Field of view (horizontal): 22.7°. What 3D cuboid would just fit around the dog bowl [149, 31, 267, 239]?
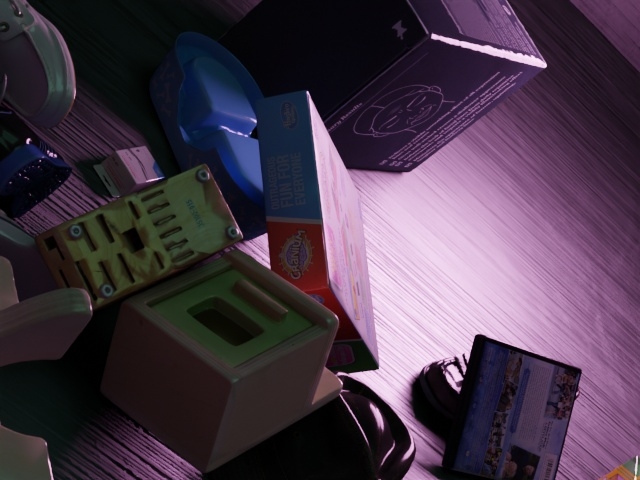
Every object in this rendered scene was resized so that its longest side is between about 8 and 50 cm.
[{"bbox_3d":[-0.125,-0.129,2.041,0.166,0.074,0.297,13,46,-53],"label":"dog bowl"}]

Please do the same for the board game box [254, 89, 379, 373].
[{"bbox_3d":[0.000,0.000,1.878,0.316,0.064,0.242,60,22,-65],"label":"board game box"}]

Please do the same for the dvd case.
[{"bbox_3d":[0.263,0.237,2.155,0.253,0.022,0.180,21,82,-48],"label":"dvd case"}]

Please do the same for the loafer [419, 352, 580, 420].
[{"bbox_3d":[0.254,0.203,2.223,0.302,0.095,0.109,18,43,-50],"label":"loafer"}]

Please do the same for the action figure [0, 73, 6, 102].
[{"bbox_3d":[-0.414,-0.194,1.622,0.185,0.099,0.285,20,44,-63],"label":"action figure"}]

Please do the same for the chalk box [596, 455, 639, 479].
[{"bbox_3d":[0.420,0.424,2.180,0.132,0.132,0.213,47,26,-11],"label":"chalk box"}]

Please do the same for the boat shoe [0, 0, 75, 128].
[{"bbox_3d":[-0.366,-0.235,1.760,0.096,0.098,0.277,9,40,-54],"label":"boat shoe"}]

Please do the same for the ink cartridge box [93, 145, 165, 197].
[{"bbox_3d":[-0.224,-0.081,1.868,0.048,0.028,0.083,56,26,7],"label":"ink cartridge box"}]

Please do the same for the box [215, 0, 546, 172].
[{"bbox_3d":[0.093,-0.269,2.325,0.395,0.293,0.212,0,56,-59],"label":"box"}]

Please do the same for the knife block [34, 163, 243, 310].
[{"bbox_3d":[-0.204,0.015,1.638,0.276,0.242,0.088,-27,89,-38],"label":"knife block"}]

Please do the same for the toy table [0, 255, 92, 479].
[{"bbox_3d":[-0.307,0.108,1.280,0.161,0.252,0.274,8,61,-35],"label":"toy table"}]

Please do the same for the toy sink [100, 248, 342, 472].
[{"bbox_3d":[-0.082,0.108,1.631,0.153,0.131,0.234,35,34,25],"label":"toy sink"}]

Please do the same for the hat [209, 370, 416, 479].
[{"bbox_3d":[0.026,0.243,1.759,0.331,0.134,0.331,40,28,-27],"label":"hat"}]

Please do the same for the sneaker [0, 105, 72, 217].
[{"bbox_3d":[-0.310,-0.086,1.591,0.090,0.081,0.232,50,-8,3],"label":"sneaker"}]

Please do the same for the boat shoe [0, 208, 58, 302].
[{"bbox_3d":[-0.350,-0.022,1.521,0.267,0.096,0.088,29,38,-25],"label":"boat shoe"}]
